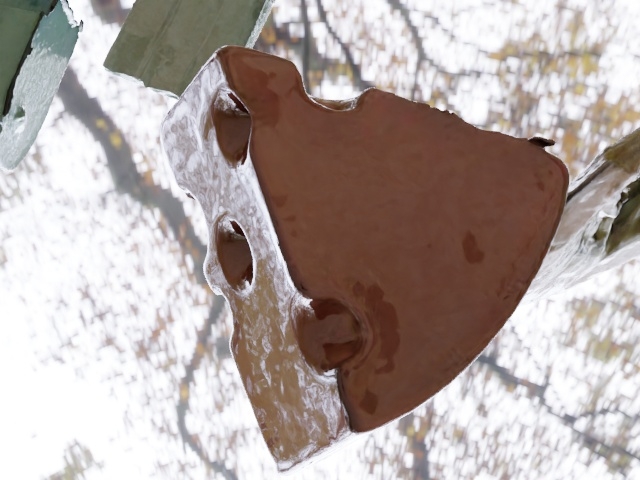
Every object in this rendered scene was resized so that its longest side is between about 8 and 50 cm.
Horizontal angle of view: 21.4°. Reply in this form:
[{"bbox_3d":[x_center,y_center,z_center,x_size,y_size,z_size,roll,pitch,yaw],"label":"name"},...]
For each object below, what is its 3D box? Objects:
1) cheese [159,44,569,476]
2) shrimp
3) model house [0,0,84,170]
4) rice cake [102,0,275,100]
[{"bbox_3d":[0.012,0.025,0.861,0.203,0.128,0.177,17,-114,-18],"label":"cheese"},{"bbox_3d":[0.219,-0.048,1.003,0.296,0.169,0.058,-28,-107,-26],"label":"shrimp"},{"bbox_3d":[-0.288,-0.147,1.348,0.149,0.119,0.148,22,-100,5],"label":"model house"},{"bbox_3d":[-0.094,-0.222,1.468,0.124,0.038,0.211,23,-87,12],"label":"rice cake"}]
